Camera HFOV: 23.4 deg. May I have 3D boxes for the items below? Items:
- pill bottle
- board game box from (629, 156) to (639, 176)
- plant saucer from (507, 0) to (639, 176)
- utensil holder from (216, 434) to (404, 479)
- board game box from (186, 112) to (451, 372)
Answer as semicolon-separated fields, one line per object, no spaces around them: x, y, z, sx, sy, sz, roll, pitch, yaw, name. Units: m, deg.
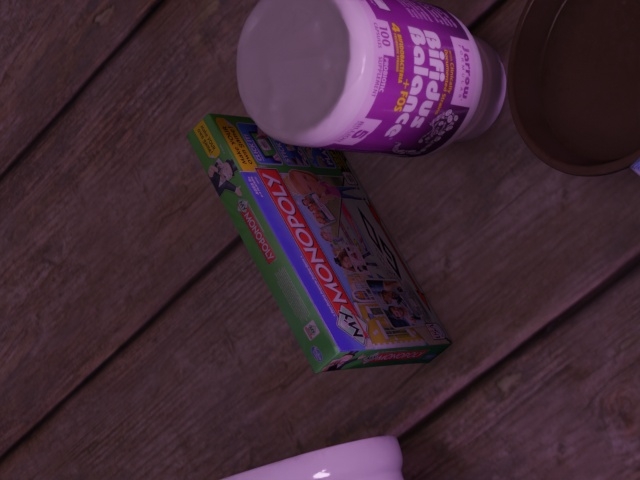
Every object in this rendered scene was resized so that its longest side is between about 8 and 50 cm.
0.066;-0.174;1.628;0.169;0.301;0.169;0;89;39;pill bottle
0.381;-0.044;1.448;0.060;0.194;0.194;-47;62;28;board game box
0.304;-0.196;1.567;0.278;0.041;0.278;-22;61;45;plant saucer
-0.015;0.443;1.675;0.327;0.327;0.386;-26;77;35;utensil holder
0.000;0.000;1.733;0.046;0.213;0.317;-42;65;29;board game box
